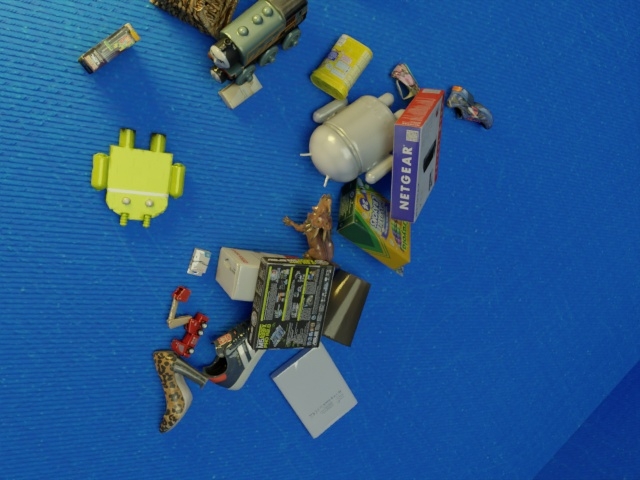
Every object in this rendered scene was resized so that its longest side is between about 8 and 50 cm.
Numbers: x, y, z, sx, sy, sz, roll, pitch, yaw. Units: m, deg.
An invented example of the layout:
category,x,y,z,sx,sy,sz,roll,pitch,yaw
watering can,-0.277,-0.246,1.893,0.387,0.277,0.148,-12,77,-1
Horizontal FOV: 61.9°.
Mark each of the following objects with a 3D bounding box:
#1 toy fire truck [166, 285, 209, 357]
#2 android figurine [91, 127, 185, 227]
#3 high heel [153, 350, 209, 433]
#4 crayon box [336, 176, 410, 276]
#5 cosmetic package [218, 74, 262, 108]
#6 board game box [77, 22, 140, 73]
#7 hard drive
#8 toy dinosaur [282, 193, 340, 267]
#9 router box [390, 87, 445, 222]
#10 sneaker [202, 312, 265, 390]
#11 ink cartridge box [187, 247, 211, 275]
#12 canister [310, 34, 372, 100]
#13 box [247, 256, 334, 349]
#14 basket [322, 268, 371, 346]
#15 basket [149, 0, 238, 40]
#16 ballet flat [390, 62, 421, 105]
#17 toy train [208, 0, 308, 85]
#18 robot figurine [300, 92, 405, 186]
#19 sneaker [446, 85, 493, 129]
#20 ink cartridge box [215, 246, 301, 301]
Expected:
category,x,y,z,sx,sy,sz,roll,pitch,yaw
toy fire truck,-0.420,0.251,1.638,0.135,0.047,0.191,33,77,-34
android figurine,-0.510,-0.171,1.499,0.249,0.056,0.272,6,98,-28
high heel,-0.489,0.472,1.674,0.186,0.093,0.261,34,103,-3
crayon box,0.205,-0.043,1.806,0.323,0.083,0.203,34,45,-29
cosmetic package,-0.236,-0.443,1.573,0.115,0.041,0.060,-42,117,-12
board game box,-0.535,-0.480,1.344,0.141,0.170,0.048,-42,118,-10
hard drive,-0.018,0.536,1.923,0.210,0.040,0.318,-36,115,-15
toy dinosaur,0.000,0.000,1.709,0.127,0.200,0.295,-30,114,-17
router box,0.314,-0.275,1.720,0.301,0.082,0.335,-55,150,-46
sneaker,-0.253,0.311,1.693,0.148,0.131,0.349,27,94,-31
ink cartridge box,-0.372,0.070,1.639,0.048,0.028,0.083,16,95,-28
canister,0.068,-0.540,1.662,0.126,0.073,0.169,34,83,8
box,-0.087,0.186,1.569,0.217,0.060,0.269,3,105,-26
basket,0.067,0.223,1.831,0.205,0.154,0.226,28,86,-31
basket,-0.277,-0.710,1.389,0.223,0.213,0.298,22,92,-28
ballet flat,0.318,-0.502,1.823,0.079,0.077,0.221,-43,114,10
toy train,-0.173,-0.571,1.474,0.334,0.190,0.142,-43,88,-12
robot figurine,0.109,-0.319,1.684,0.354,0.199,0.300,-38,79,-14
sneaker,0.538,-0.468,1.940,0.221,0.083,0.087,32,100,-23
ink cartridge box,-0.166,0.112,1.655,0.273,0.197,0.114,10,100,-28
